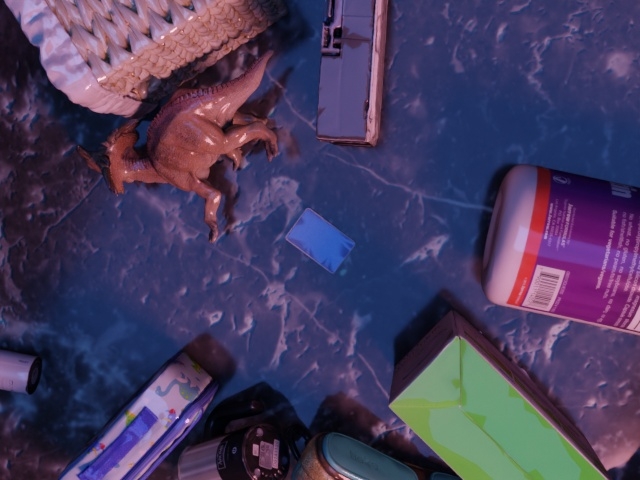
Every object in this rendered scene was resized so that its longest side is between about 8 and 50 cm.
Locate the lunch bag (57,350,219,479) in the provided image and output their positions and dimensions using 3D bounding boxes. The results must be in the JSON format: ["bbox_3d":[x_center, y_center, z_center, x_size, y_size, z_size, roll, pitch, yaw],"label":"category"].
[{"bbox_3d":[-0.236,0.253,1.382,0.090,0.176,0.219,43,95,1],"label":"lunch bag"}]

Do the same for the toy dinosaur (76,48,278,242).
[{"bbox_3d":[-0.177,-0.130,1.334,0.200,0.127,0.296,25,127,-22],"label":"toy dinosaur"}]

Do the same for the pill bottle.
[{"bbox_3d":[0.372,0.021,1.313,0.323,0.181,0.181,12,95,3],"label":"pill bottle"}]

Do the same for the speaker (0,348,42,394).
[{"bbox_3d":[-0.459,0.174,1.455,0.136,0.055,0.055,10,95,4],"label":"speaker"}]

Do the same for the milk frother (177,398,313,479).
[{"bbox_3d":[-0.090,0.296,1.419,0.135,0.129,0.143,-23,126,40],"label":"milk frother"}]

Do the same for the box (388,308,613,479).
[{"bbox_3d":[0.221,0.227,1.315,0.262,0.231,0.127,44,96,0],"label":"box"}]

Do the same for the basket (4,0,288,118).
[{"bbox_3d":[-0.232,-0.350,1.264,0.266,0.328,0.331,-30,91,4],"label":"basket"}]

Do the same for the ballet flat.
[{"bbox_3d":[0.118,0.354,1.384,0.348,0.123,0.123,25,96,-16],"label":"ballet flat"}]

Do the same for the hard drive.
[{"bbox_3d":[0.043,-0.229,1.242,0.064,0.339,0.237,4,94,5],"label":"hard drive"}]

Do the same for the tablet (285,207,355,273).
[{"bbox_3d":[0.000,0.000,1.429,0.083,0.006,0.054,37,96,0],"label":"tablet"}]
